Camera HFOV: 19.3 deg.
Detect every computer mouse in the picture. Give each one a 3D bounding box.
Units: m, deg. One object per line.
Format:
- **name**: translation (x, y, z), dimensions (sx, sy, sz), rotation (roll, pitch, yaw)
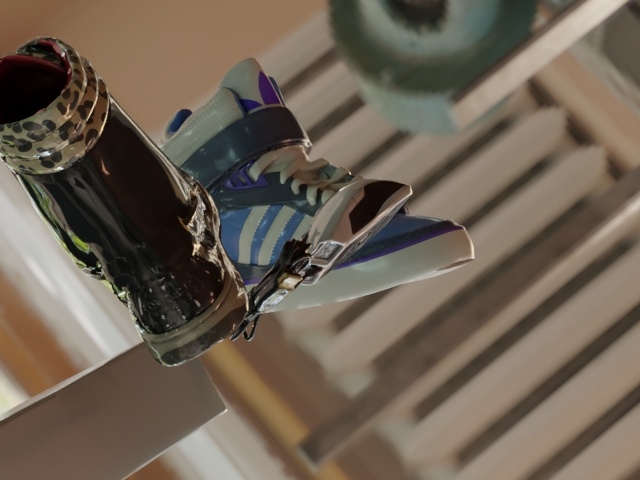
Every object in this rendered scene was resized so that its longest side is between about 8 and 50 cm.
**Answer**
- **computer mouse**: translation (0.000, 0.000, 1.435), dimensions (0.042, 0.193, 0.106), rotation (45, 134, 7)

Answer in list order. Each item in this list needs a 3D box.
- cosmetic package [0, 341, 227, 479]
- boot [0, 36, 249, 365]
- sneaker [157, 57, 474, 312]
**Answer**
- **cosmetic package**: translation (-0.300, 0.213, 1.542), dimensions (0.377, 0.284, 0.097), rotation (-27, 93, 34)
- **boot**: translation (-0.131, -0.048, 1.075), dimensions (0.178, 0.085, 0.236), rotation (56, 178, -31)
- **sneaker**: translation (-0.022, -0.060, 1.729), dimensions (0.323, 0.130, 0.236), rotation (-11, 91, 38)
